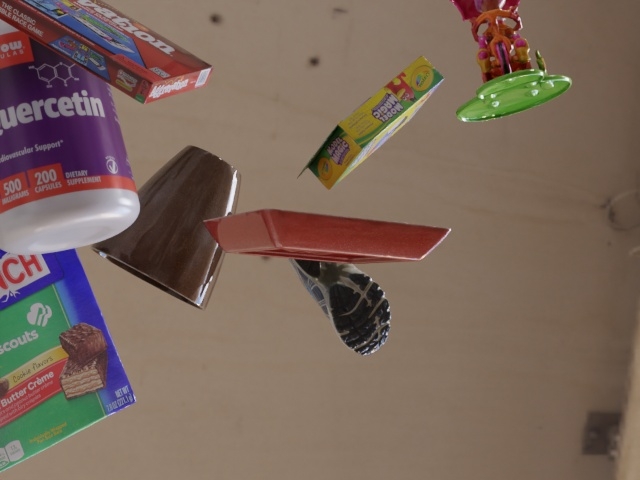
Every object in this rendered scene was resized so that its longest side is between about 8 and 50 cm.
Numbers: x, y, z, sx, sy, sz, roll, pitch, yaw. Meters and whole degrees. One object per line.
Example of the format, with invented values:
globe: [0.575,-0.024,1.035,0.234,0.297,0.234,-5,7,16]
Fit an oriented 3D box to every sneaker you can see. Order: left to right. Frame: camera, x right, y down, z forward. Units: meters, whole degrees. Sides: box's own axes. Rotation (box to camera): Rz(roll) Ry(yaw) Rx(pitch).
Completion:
sneaker: [0.026,0.076,1.731,0.283,0.110,0.122,59,-12,-11]

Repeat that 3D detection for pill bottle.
pill bottle: [-0.344,-0.155,1.189,0.181,0.181,0.323,-28,-104,58]

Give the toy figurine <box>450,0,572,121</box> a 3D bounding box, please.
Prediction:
toy figurine: [0.188,-0.229,1.053,0.173,0.130,0.159,12,63,-75]

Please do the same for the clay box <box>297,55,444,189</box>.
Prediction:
clay box: [0.068,-0.157,1.353,0.053,0.222,0.127,45,-30,3]

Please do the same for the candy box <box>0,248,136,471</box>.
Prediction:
candy box: [-0.439,0.133,1.325,0.122,0.268,0.317,-12,-79,56]

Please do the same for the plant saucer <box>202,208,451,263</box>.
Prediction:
plant saucer: [0.000,0.000,1.294,0.258,0.259,0.048,174,-79,-65]

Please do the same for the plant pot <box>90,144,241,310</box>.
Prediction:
plant pot: [-0.231,-0.034,1.616,0.230,0.215,0.215,-61,-154,-10]

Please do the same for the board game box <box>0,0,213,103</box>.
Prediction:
board game box: [-0.253,-0.222,0.946,0.027,0.281,0.145,-62,173,21]
